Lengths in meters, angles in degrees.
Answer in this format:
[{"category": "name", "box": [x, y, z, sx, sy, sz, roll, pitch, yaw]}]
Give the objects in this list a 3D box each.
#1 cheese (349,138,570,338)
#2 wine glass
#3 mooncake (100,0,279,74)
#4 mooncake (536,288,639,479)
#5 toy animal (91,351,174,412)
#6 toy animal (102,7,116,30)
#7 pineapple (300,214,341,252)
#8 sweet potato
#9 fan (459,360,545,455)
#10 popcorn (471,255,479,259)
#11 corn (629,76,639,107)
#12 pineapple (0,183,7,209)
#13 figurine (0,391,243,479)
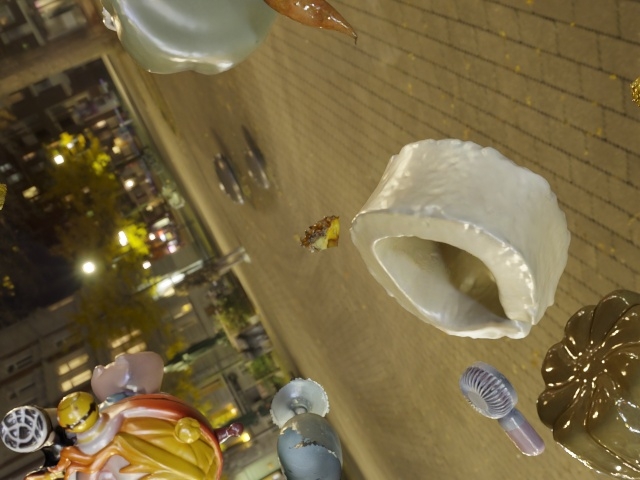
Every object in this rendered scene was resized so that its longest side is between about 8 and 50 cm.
[{"category": "cheese", "box": [0.216, 0.015, 1.089, 0.292, 0.153, 0.332, 8, 147, 42]}, {"category": "wine glass", "box": [-0.029, 0.413, 1.542, 0.321, 0.143, 0.143, -129, 14, -77]}, {"category": "mooncake", "box": [-0.183, -0.360, 1.009, 0.274, 0.275, 0.135, 65, 163, -11]}, {"category": "mooncake", "box": [0.610, 0.286, 1.474, 0.201, 0.378, 0.378, 25, 170, -4]}, {"category": "toy animal", "box": [-0.442, 0.386, 1.715, 0.229, 0.210, 0.221, 60, -170, -46]}, {"category": "toy animal", "box": [-0.393, -0.534, 1.607, 0.127, 0.179, 0.193, 116, 146, -49]}, {"category": "pineapple", "box": [0.000, 0.000, 1.648, 0.077, 0.114, 0.114, 55, -153, -7]}, {"category": "sweet potato", "box": [-0.033, -0.284, 0.840, 0.195, 0.056, 0.056, 38, 167, 4]}, {"category": "fan", "box": [0.410, 0.379, 1.622, 0.244, 0.074, 0.130, 51, 156, 0]}, {"category": "popcorn", "box": [0.533, 0.126, 2.099, 0.224, 0.270, 0.257, 49, -159, -28]}, {"category": "corn", "box": [0.751, -0.280, 1.396, 0.313, 0.102, 0.101, 12, 135, 40]}, {"category": "pineapple", "box": [-0.495, 0.004, 0.979, 0.079, 0.135, 0.233, 38, -167, -23]}, {"category": "figurine", "box": [-0.291, 0.336, 1.102, 0.196, 0.323, 0.320, -68, -26, -54]}]
